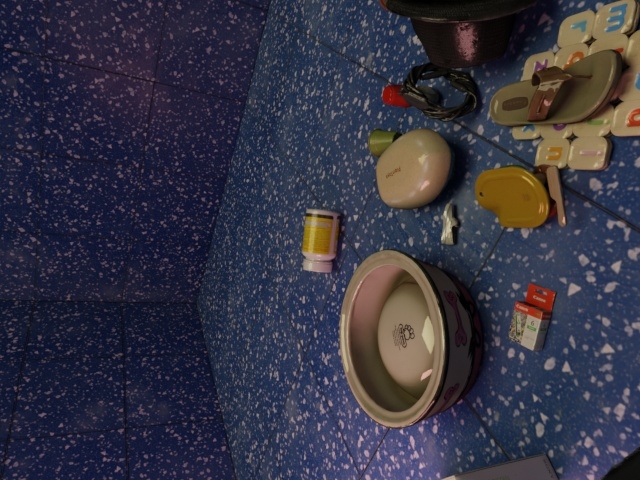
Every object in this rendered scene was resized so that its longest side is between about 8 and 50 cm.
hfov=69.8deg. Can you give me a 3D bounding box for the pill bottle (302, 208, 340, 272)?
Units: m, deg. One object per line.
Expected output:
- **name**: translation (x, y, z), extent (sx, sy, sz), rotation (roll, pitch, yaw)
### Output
- **pill bottle**: translation (0.000, 0.000, 1.567), extent (0.119, 0.119, 0.208), rotation (9, 93, 62)

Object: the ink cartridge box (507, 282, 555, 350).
- **ink cartridge box**: translation (0.402, 0.145, 0.876), extent (0.063, 0.029, 0.114), rotation (26, 109, 61)

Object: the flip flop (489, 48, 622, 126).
- **flip flop**: translation (0.407, -0.270, 0.840), extent (0.277, 0.080, 0.112), rotation (-166, 82, -65)

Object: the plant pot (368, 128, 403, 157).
- **plant pot**: translation (0.193, -0.281, 1.305), extent (0.079, 0.083, 0.083), rotation (7, 91, 50)

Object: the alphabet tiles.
- **alphabet tiles**: translation (0.472, -0.268, 0.822), extent (0.278, 0.021, 0.283), rotation (-160, 77, -64)

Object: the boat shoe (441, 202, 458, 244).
- **boat shoe**: translation (0.310, -0.038, 1.084), extent (0.035, 0.035, 0.100), rotation (6, 86, 35)

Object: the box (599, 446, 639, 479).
- **box**: translation (0.496, 0.389, 0.252), extent (0.480, 0.298, 0.470), rotation (-1, 104, 62)

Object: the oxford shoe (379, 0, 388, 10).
- **oxford shoe**: translation (0.221, -0.835, 1.335), extent (0.130, 0.123, 0.347), rotation (-99, 16, -85)

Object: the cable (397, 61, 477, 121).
- **cable**: translation (0.285, -0.351, 1.079), extent (0.185, 0.150, 0.047), rotation (31, 155, 22)

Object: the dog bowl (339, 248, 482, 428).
- **dog bowl**: translation (0.209, 0.229, 1.101), extent (0.408, 0.151, 0.407), rotation (-20, 67, 60)

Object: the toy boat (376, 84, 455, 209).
- **toy boat**: translation (0.243, -0.240, 1.150), extent (0.267, 0.148, 0.317), rotation (167, 99, -66)

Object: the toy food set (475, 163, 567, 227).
- **toy food set**: translation (0.402, -0.094, 0.887), extent (0.128, 0.071, 0.218), rotation (66, 161, -13)

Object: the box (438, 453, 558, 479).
- **box**: translation (0.253, 0.493, 0.884), extent (0.322, 0.233, 0.058), rotation (-52, 43, 45)

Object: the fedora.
- **fedora**: translation (0.301, -0.469, 0.988), extent (0.334, 0.334, 0.152), rotation (-123, 16, -50)
